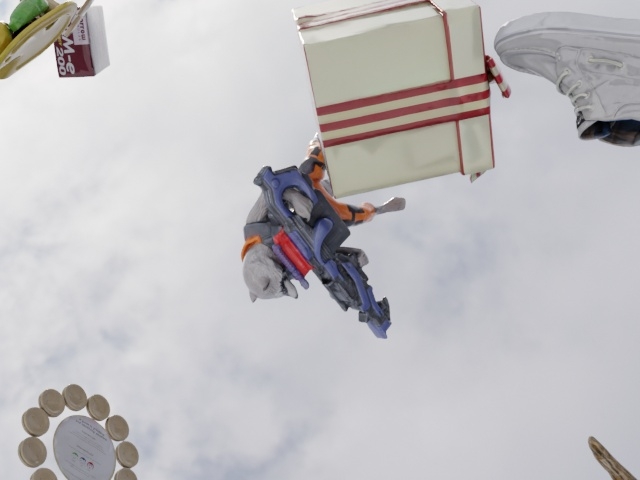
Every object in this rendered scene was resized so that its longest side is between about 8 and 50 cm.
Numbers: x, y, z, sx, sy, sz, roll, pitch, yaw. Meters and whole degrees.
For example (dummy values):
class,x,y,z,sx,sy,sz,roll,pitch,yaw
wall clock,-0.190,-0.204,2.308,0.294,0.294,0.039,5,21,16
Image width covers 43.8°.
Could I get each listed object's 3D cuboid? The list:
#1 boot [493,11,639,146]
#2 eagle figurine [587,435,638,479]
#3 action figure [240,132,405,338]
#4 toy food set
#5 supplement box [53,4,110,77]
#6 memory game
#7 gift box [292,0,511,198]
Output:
class,x,y,z,sx,sy,sz,roll,pitch,yaw
boot,0.291,-0.172,0.868,0.258,0.095,0.123,14,-100,42
eagle figurine,0.296,0.413,0.873,0.298,0.225,0.226,-45,-124,-10
action figure,0.000,0.000,1.287,0.178,0.341,0.330,-10,-153,47
toy food set,-0.427,-0.319,1.160,0.128,0.071,0.218,-37,-165,42
supplement box,-0.476,-0.400,1.586,0.073,0.130,0.239,-6,-163,-7
memory game,-0.298,0.266,0.993,0.012,0.186,0.186,-31,-125,24
gift box,0.115,-0.210,1.124,0.258,0.276,0.255,-13,-146,1
